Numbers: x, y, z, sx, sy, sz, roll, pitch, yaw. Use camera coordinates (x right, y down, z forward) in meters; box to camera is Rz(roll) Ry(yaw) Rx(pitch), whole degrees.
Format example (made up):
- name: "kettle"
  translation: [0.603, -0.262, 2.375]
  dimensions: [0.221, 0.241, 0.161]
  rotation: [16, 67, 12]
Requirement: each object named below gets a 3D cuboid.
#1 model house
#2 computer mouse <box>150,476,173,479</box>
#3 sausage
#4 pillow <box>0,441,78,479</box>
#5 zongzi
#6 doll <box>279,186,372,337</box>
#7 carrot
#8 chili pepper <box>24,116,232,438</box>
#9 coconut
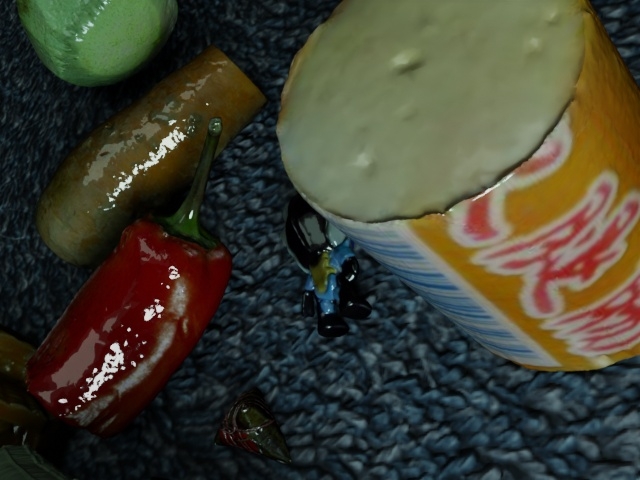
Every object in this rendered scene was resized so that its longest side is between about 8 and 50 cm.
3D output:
- name: "model house"
  translation: [-0.395, 0.168, 1.074]
  dimensions: [0.229, 0.219, 0.199]
  rotation: [-24, 19, -38]
- name: "computer mouse"
  translation: [-0.147, 0.322, 0.861]
  dimensions: [0.146, 0.077, 0.241]
  rotation: [-30, 49, 17]
- name: "sausage"
  translation: [0.138, -0.049, 0.724]
  dimensions: [0.233, 0.287, 0.233]
  rotation: [-20, 52, 28]
- name: "pillow"
  translation: [-0.266, 0.320, 0.857]
  dimensions: [0.322, 0.120, 0.255]
  rotation: [-7, 70, 62]
- name: "zongzi"
  translation: [-0.065, 0.166, 0.897]
  dimensions: [0.083, 0.073, 0.067]
  rotation: [25, 63, 43]
- name: "doll"
  translation: [0.000, 0.000, 0.953]
  dimensions: [0.096, 0.070, 0.195]
  rotation: [-42, 48, 32]
- name: "carrot"
  translation: [-0.205, -0.097, 1.130]
  dimensions: [0.302, 0.139, 0.139]
  rotation: [-46, 45, 3]
- name: "chili pepper"
  translation: [-0.163, 0.039, 1.010]
  dimensions: [0.338, 0.131, 0.134]
  rotation: [-55, 20, 1]
- name: "coconut"
  translation: [-0.303, -0.328, 1.301]
  dimensions: [0.205, 0.235, 0.236]
  rotation: [-22, 42, -20]
